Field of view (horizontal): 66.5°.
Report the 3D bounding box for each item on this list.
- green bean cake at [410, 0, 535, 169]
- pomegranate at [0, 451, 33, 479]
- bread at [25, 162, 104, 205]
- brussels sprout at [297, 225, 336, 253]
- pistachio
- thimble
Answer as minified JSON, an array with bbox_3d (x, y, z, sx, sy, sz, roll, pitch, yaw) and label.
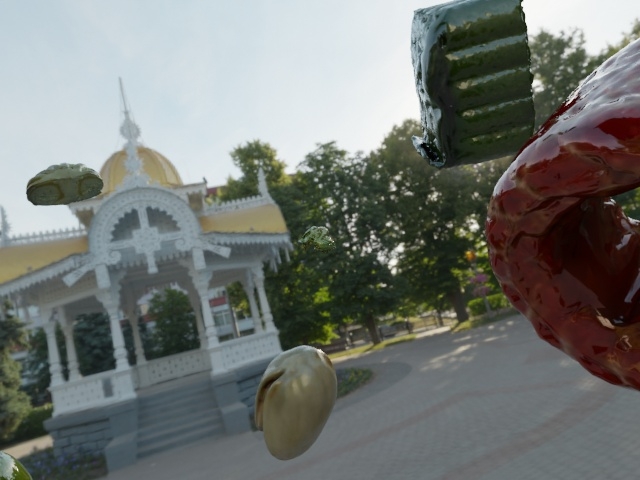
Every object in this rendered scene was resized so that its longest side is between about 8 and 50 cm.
[{"bbox_3d":[0.291,-0.340,1.031,0.217,0.320,0.335,-12,20,4],"label":"green bean cake"},{"bbox_3d":[-0.486,0.393,0.715,0.204,0.160,0.159,-4,-7,15],"label":"pomegranate"},{"bbox_3d":[-0.576,-0.136,1.106,0.157,0.094,0.083,-4,-45,-26],"label":"bread"},{"bbox_3d":[0.000,0.000,1.096,0.085,0.058,0.085,20,-20,8],"label":"brussels sprout"},{"bbox_3d":[-0.041,0.278,0.842,0.143,0.144,0.215,-7,-56,-37],"label":"pistachio"},{"bbox_3d":[0.354,-0.014,0.491,0.230,0.350,0.350,-43,2,-23],"label":"thimble"}]
